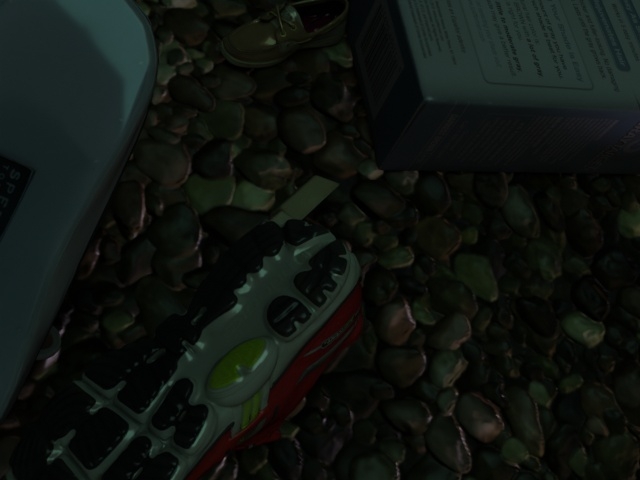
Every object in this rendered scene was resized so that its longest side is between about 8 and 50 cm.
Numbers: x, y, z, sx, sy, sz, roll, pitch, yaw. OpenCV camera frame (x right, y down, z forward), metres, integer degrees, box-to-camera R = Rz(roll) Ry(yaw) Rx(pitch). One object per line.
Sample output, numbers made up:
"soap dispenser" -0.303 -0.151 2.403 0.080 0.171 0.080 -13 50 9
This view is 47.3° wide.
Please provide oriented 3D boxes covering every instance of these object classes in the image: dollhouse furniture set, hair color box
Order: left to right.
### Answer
"dollhouse furniture set" 0.000 0.000 0.571 0.081 0.091 0.114 50 55 -7
"hair color box" 0.227 -0.169 0.715 0.375 0.113 0.185 -1 64 -19

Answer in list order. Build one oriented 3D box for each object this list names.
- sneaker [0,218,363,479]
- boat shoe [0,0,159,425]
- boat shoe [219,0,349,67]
"sneaker" -0.071 0.113 0.465 0.279 0.118 0.107 -40 51 -13
"boat shoe" -0.218 0.016 0.453 0.136 0.156 0.367 27 86 -9
"boat shoe" -0.031 -0.200 0.681 0.135 0.045 0.050 -27 74 -29
